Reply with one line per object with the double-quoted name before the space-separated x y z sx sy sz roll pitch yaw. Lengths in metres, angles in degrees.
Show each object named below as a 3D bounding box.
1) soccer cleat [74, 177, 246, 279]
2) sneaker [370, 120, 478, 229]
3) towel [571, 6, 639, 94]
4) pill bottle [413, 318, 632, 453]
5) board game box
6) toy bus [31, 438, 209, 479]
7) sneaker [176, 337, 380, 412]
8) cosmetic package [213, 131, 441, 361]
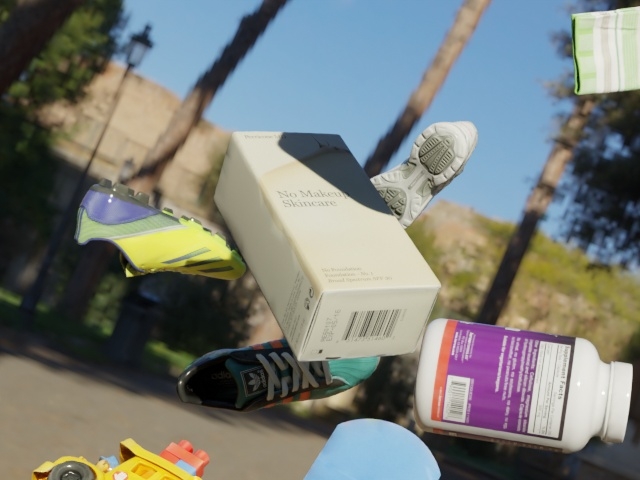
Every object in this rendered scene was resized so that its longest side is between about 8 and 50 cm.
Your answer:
"soccer cleat" -0.238 0.009 1.937 0.289 0.121 0.093 28 -5 -36
"sneaker" 0.148 -0.088 1.879 0.090 0.232 0.115 55 36 7
"towel" 0.406 -0.258 1.776 0.152 0.113 0.023 -10 8 -28
"pill bottle" 0.314 0.229 2.040 0.322 0.182 0.181 8 -10 10
"board game box" 0.052 0.287 1.498 0.133 0.169 0.033 26 -27 16
"toy bus" -0.264 0.353 1.841 0.220 0.211 0.149 24 -45 21
"sneaker" -0.065 0.196 1.887 0.302 0.108 0.121 -13 4 17
"cosmetic package" 0.000 0.000 1.575 0.160 0.113 0.309 -2 40 -28
